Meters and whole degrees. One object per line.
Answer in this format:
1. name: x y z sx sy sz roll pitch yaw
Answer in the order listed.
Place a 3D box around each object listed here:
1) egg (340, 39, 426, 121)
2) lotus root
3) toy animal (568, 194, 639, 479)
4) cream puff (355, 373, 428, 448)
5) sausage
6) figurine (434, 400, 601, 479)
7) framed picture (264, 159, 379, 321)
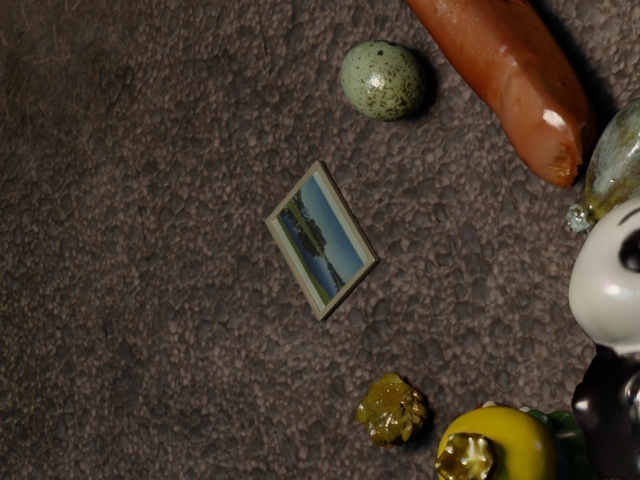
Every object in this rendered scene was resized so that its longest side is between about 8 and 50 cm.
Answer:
1. egg: 0.064 -0.171 2.042 0.110 0.085 0.085 29 108 47
2. lotus root: 0.296 -0.069 1.805 0.088 0.088 0.165 48 115 36
3. toy animal: 0.324 0.087 1.682 0.213 0.213 0.266 1 95 45
4. cream puff: 0.077 0.185 2.029 0.083 0.083 0.058 0 132 35
5. sausage: 0.182 -0.192 1.919 0.348 0.094 0.097 57 154 32
6. figurine: 0.165 0.203 1.811 0.185 0.234 0.127 25 109 43
7. framed picture: 0.000 0.000 2.147 0.109 0.011 0.149 -49 55 31
